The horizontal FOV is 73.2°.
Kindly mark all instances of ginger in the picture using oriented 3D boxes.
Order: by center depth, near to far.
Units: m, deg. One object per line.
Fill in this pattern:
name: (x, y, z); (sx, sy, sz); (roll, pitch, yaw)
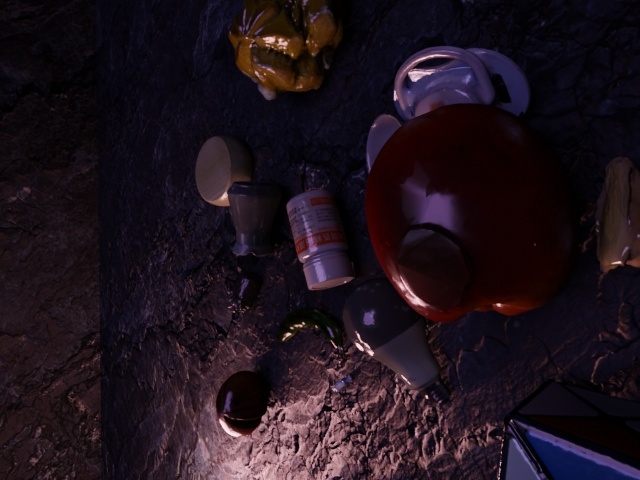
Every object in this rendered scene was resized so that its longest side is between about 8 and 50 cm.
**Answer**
ginger: (0.521, -0.048, 0.690); (0.123, 0.115, 0.192); (0, 82, 24)

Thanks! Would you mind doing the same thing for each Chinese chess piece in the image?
Chinese chess piece: (-0.346, -0.247, 1.539); (0.251, 0.101, 0.249); (0, 90, 45)

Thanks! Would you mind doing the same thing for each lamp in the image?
lamp: (0.169, 0.236, 0.998); (0.182, 0.182, 0.313); (-20, 95, 43)

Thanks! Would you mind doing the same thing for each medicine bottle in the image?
medicine bottle: (0.000, 0.000, 1.167); (0.145, 0.145, 0.251); (-25, 74, 42)

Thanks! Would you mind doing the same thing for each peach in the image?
peach: (0.251, -0.031, 0.757); (0.335, 0.310, 0.405); (-14, 101, 48)

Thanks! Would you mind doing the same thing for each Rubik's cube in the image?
Rubik's cube: (0.430, 0.386, 0.659); (0.250, 0.249, 0.246); (7, 94, 44)

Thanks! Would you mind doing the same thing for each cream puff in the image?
cream puff: (-0.115, -0.591, 1.191); (0.379, 0.276, 0.377); (-3, 85, 47)

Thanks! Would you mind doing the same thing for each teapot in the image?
teapot: (-0.214, -0.075, 1.382); (0.203, 0.171, 0.224); (-131, 43, -72)

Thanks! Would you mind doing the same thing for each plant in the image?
plant: (-0.260, 0.177, 1.464); (0.095, 0.092, 0.143); (32, 104, 33)

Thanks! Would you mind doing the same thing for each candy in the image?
candy: (0.061, 0.398, 1.187); (0.083, 0.020, 0.030); (-51, 55, 33)

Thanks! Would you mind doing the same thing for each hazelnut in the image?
hazelnut: (-0.265, 0.528, 1.411); (0.178, 0.178, 0.203); (27, 101, 42)

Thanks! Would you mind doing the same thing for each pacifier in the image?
pacifier: (0.287, -0.327, 0.884); (0.279, 0.227, 0.207); (1, 51, 45)

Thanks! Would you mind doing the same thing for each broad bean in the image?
broad bean: (-0.034, 0.266, 1.262); (0.292, 0.050, 0.143); (8, 97, 44)

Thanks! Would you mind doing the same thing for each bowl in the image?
bowl: (0.186, -0.199, 1.002); (0.189, 0.086, 0.188); (171, 90, -68)
